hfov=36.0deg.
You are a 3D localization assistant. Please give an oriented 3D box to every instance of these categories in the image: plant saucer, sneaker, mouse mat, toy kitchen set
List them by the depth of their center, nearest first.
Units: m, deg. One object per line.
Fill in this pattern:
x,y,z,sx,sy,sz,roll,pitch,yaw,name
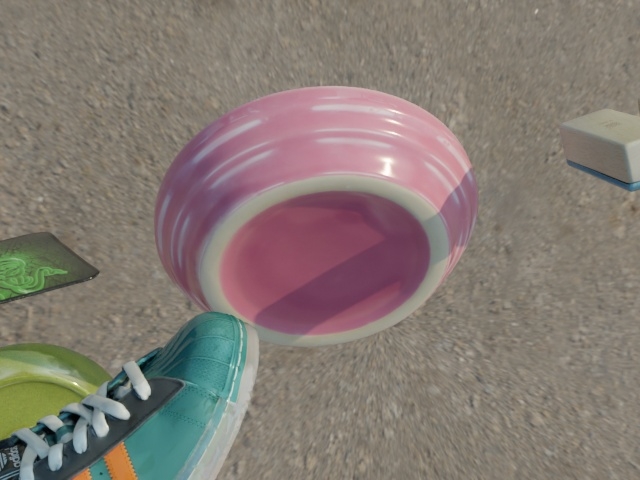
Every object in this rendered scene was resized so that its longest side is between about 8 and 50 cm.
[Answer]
-0.162,0.157,0.638,0.121,0.108,0.302,38,86,-23,sneaker
-0.287,0.027,0.848,0.153,0.190,0.007,-15,110,-26,mouse mat
0.353,-0.053,0.902,0.207,0.122,0.166,-19,108,-7,toy kitchen set
0.000,0.000,0.990,0.332,0.332,0.084,-12,46,2,plant saucer
-0.325,0.235,1.095,0.241,0.037,0.240,-3,100,-20,plant saucer
